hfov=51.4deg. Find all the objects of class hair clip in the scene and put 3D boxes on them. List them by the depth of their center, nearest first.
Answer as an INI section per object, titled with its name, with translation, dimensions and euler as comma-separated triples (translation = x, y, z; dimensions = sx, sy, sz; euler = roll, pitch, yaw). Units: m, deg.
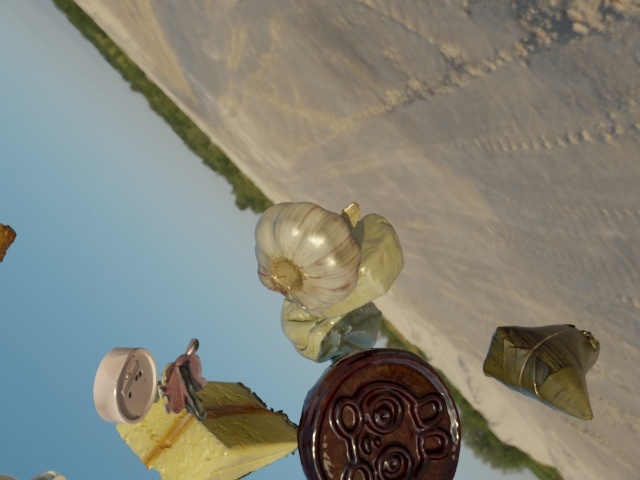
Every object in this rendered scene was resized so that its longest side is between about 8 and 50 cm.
[hair clip]
translation = -0.310, 0.337, 1.533
dimensions = 0.056, 0.146, 0.187
euler = 3, 122, 32

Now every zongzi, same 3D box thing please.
[zongzi]
translation = 0.523, 0.275, 1.354
dimensions = 0.273, 0.145, 0.300
euler = -1, -162, -27

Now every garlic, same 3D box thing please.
[garlic]
translation = 0.000, 0.000, 1.394
dimensions = 0.245, 0.253, 0.245
euler = 27, 141, 24

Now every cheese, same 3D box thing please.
[cheese]
translation = 0.066, 0.059, 1.703
dimensions = 0.318, 0.326, 0.115
euler = 1, 127, 47

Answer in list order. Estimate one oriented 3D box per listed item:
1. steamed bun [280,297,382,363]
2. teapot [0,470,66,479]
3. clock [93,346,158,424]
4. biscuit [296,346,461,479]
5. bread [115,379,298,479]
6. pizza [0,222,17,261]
[steamed bun]
translation = 0.035, 0.283, 2.065
dimensions = 0.320, 0.206, 0.275
euler = 14, -163, 43
[teapot]
translation = -0.696, 0.603, 1.444
dimensions = 0.165, 0.299, 0.208
euler = -23, 103, 43
[clock]
translation = -0.505, 0.377, 1.737
dimensions = 0.068, 0.197, 0.197
euler = 0, 162, 18
[biscuit]
translation = 0.148, 0.447, 1.520
dimensions = 0.407, 0.407, 0.091
euler = 46, 159, -9
[bread]
translation = -0.308, 0.567, 1.944
dimensions = 0.404, 0.242, 0.345
euler = 13, -155, -51
[pizza]
translation = -0.560, 0.008, 1.086
dimensions = 0.041, 0.131, 0.178
euler = 20, 135, 21
